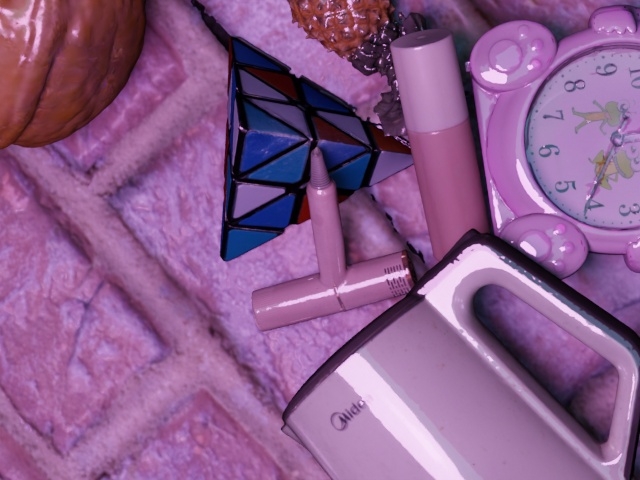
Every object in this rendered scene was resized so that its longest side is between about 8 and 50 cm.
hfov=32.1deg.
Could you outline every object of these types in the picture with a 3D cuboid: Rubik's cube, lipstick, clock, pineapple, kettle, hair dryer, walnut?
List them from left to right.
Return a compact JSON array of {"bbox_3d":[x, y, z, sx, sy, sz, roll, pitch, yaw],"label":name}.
[{"bbox_3d":[-0.357,-0.253,1.264,0.333,0.333,0.333,0,88,11],"label":"walnut"},{"bbox_3d":[-0.079,-0.135,1.330,0.250,0.284,0.234,-47,57,39],"label":"Rubik's cube"},{"bbox_3d":[-0.013,0.001,1.253,0.195,0.053,0.220,-16,130,11],"label":"hair dryer"},{"bbox_3d":[0.071,-0.218,1.283,0.237,0.111,0.119,47,138,1],"label":"pineapple"},{"bbox_3d":[0.135,-0.101,1.226,0.070,0.070,0.254,-10,114,10],"label":"lipstick"},{"bbox_3d":[0.192,0.216,1.164,0.376,0.250,0.361,48,111,11],"label":"kettle"},{"bbox_3d":[0.335,-0.111,1.222,0.322,0.113,0.295,-8,87,9],"label":"clock"}]
